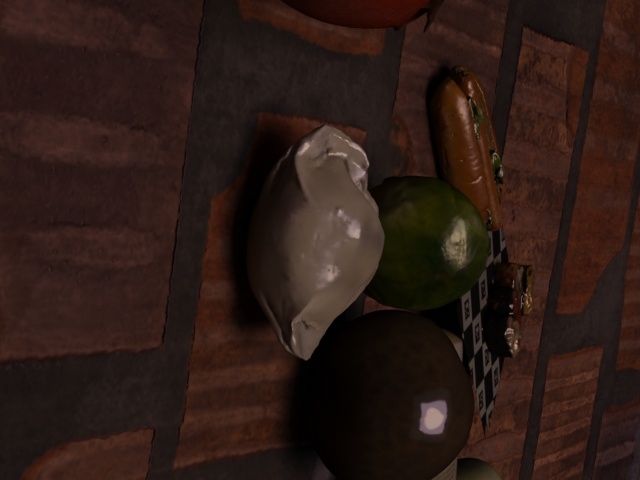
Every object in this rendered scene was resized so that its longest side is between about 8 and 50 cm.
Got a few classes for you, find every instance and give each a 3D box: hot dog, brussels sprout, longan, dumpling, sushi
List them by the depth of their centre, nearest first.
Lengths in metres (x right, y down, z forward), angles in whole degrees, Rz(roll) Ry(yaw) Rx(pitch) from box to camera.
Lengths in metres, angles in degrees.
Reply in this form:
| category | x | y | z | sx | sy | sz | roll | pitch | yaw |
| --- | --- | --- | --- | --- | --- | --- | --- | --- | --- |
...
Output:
| category | x | y | z | sx | sy | sz | roll | pitch | yaw |
| --- | --- | --- | --- | --- | --- | --- | --- | --- | --- |
| dumpling | 0.000 | 0.000 | 1.242 | 0.162 | 0.132 | 0.250 | -9 | 107 | -52 |
| brussels sprout | 0.103 | 0.005 | 1.358 | 0.161 | 0.180 | 0.144 | 42 | 56 | -42 |
| longan | 0.083 | 0.189 | 1.378 | 0.198 | 0.198 | 0.213 | 19 | 67 | -57 |
| hot dog | 0.206 | -0.119 | 1.579 | 0.100 | 0.068 | 0.250 | -48 | 136 | -37 |
| sushi | 0.268 | 0.101 | 1.691 | 0.290 | 0.050 | 0.264 | -65 | 148 | -46 |

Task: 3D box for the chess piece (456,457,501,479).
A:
| category | x | y | z | sx | sy | sz | roll | pitch | yaw |
| --- | --- | --- | --- | --- | --- | --- | --- | --- | --- |
| chess piece | 0.226 | 0.445 | 1.731 | 0.144 | 0.144 | 0.251 | -28 | 118 | -50 |

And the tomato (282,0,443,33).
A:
| category | x | y | z | sx | sy | sz | roll | pitch | yaw |
| --- | --- | --- | --- | --- | --- | --- | --- | --- | --- |
| tomato | 0.033 | -0.367 | 1.066 | 0.341 | 0.272 | 0.341 | -51 | 152 | -40 |

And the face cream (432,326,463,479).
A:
| category | x | y | z | sx | sy | sz | roll | pitch | yaw |
| --- | --- | --- | --- | --- | --- | --- | --- | --- | --- |
| face cream | 0.132 | 0.276 | 1.573 | 0.173 | 0.081 | 0.349 | -19 | 115 | -52 |
